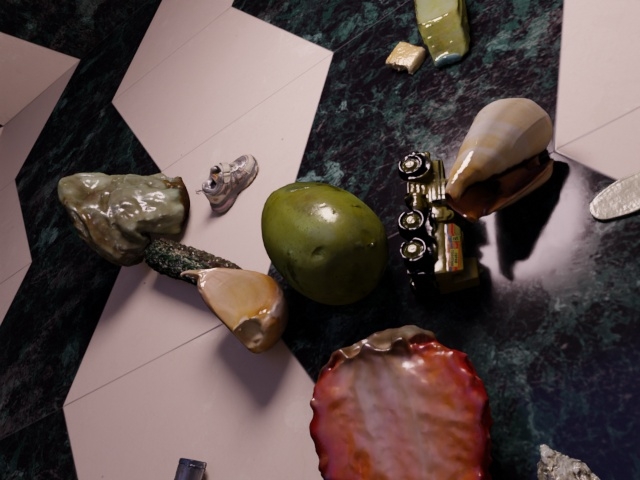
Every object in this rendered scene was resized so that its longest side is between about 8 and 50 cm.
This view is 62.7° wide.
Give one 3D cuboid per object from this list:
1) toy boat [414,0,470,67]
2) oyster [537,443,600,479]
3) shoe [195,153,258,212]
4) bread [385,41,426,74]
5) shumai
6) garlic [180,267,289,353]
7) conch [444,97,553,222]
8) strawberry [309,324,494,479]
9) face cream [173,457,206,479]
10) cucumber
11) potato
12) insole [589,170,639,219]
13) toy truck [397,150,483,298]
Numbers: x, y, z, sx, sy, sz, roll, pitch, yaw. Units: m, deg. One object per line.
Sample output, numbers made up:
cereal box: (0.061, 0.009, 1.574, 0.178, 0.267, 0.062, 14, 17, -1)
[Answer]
toy boat: (0.276, -0.523, 1.205, 0.111, 0.084, 0.277, -16, 53, 27)
oyster: (0.319, 0.315, 0.654, 0.100, 0.037, 0.098, -1, 63, 38)
shoe: (-0.249, -0.165, 1.377, 0.180, 0.092, 0.089, -51, 44, -1)
bread: (0.203, -0.431, 1.237, 0.083, 0.035, 0.070, 28, 82, 39)
shumai: (-0.495, -0.104, 1.408, 0.263, 0.304, 0.309, -30, 36, 1)
garlic: (-0.161, 0.130, 1.061, 0.244, 0.164, 0.146, 32, 102, 39)
conch: (0.287, -0.135, 0.890, 0.255, 0.158, 0.127, -37, 14, -17)
strawberry: (0.131, 0.295, 0.754, 0.264, 0.149, 0.336, -25, 60, 15)
face cream: (-0.265, 0.548, 0.939, 0.143, 0.071, 0.292, -7, 58, 35)
cucumber: (-0.296, 0.069, 1.260, 0.359, 0.096, 0.096, 14, 72, 43)
potato: (-0.002, -0.001, 0.994, 0.304, 0.216, 0.216, 31, 84, 40)
insole: (0.502, -0.089, 0.794, 0.192, 0.010, 0.063, -35, 46, 16)
toy truck: (0.202, -0.034, 0.922, 0.127, 0.127, 0.257, -11, 55, 15)
